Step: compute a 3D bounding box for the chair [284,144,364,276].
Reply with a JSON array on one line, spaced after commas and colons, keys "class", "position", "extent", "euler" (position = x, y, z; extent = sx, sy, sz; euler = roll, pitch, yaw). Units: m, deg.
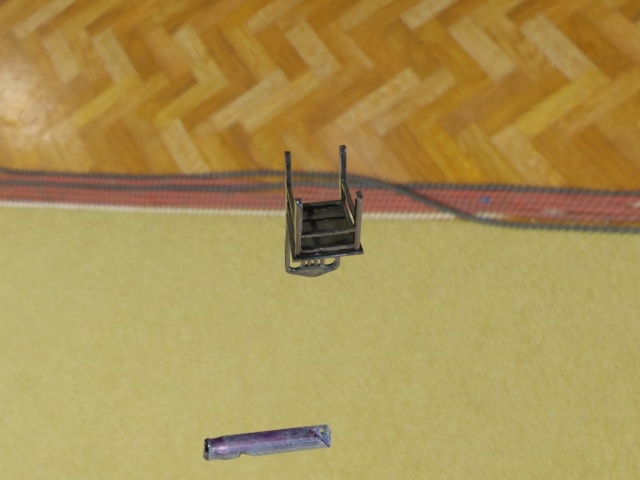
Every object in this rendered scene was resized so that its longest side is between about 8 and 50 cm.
[{"class": "chair", "position": [0.000, 0.000, 1.396], "extent": [0.084, 0.212, 0.101], "euler": [-6, 44, -8]}]

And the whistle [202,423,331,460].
[{"class": "whistle", "position": [-0.069, 0.266, 1.552], "extent": [0.176, 0.033, 0.033], "euler": [-3, 51, -18]}]
